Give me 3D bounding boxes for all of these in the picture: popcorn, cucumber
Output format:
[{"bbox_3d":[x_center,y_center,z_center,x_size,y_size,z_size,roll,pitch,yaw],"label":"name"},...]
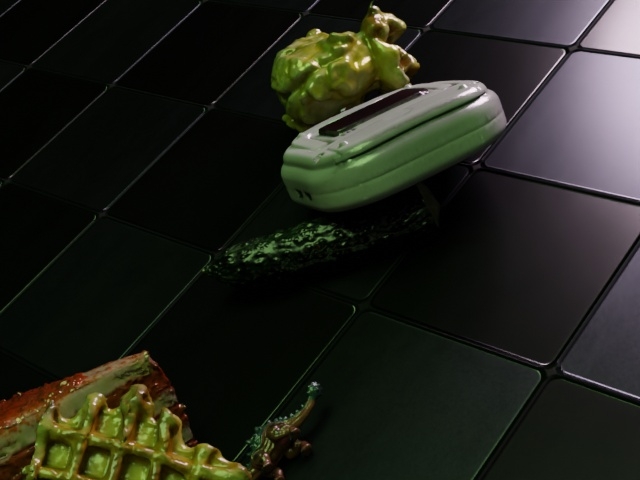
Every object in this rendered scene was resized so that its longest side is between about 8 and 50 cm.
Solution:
[{"bbox_3d":[0.030,-0.232,1.482,0.195,0.174,0.168,-14,-2,21],"label":"popcorn"},{"bbox_3d":[0.001,0.002,1.312,0.300,0.072,0.072,-19,40,8],"label":"cucumber"}]

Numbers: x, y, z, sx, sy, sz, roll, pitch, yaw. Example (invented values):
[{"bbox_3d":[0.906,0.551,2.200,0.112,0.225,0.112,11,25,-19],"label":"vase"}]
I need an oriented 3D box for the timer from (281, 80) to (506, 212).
[{"bbox_3d":[0.082,-0.122,1.327,0.262,0.087,0.237,-26,17,-15],"label":"timer"}]

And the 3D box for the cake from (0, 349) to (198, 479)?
[{"bbox_3d":[-0.268,0.229,1.096,0.262,0.158,0.160,-22,13,4],"label":"cake"}]

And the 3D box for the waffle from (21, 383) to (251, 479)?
[{"bbox_3d":[-0.208,0.285,1.019,0.309,0.065,0.283,-26,74,-21],"label":"waffle"}]

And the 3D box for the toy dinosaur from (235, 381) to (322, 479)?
[{"bbox_3d":[-0.044,0.210,1.124,0.055,0.049,0.154,18,61,44],"label":"toy dinosaur"}]
